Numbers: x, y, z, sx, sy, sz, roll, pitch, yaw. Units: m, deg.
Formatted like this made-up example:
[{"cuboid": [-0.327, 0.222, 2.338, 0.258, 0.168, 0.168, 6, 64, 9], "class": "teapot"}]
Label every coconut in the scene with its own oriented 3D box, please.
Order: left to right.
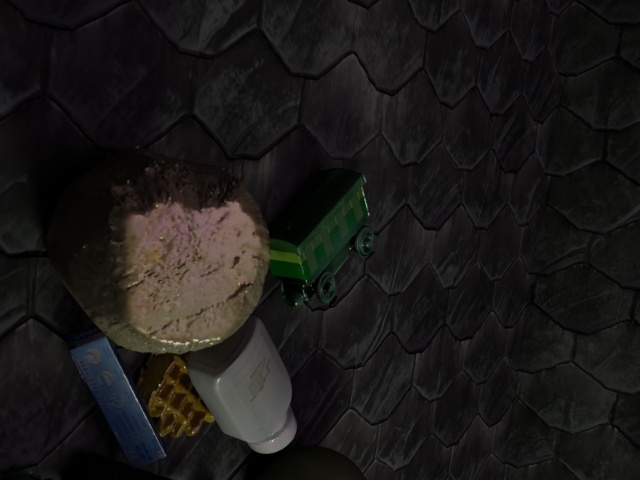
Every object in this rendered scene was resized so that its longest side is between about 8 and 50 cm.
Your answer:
[{"cuboid": [-0.243, 0.001, 1.422, 0.297, 0.309, 0.298, -7, 105, -25], "class": "coconut"}]

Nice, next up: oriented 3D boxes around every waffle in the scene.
[{"cuboid": [-0.224, 0.209, 1.732, 0.309, 0.065, 0.283, -26, 122, -56], "class": "waffle"}]

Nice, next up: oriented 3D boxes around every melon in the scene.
[{"cuboid": [-0.016, 0.552, 1.987, 0.308, 0.271, 0.272, -37, 130, -61], "class": "melon"}]

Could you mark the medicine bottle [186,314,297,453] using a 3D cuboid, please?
[{"cuboid": [-0.132, 0.266, 1.743, 0.161, 0.111, 0.296, -57, 144, -29], "class": "medicine bottle"}]

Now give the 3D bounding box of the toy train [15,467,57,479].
[{"cuboid": [-0.421, 0.422, 1.409, 0.099, 0.172, 0.070, -40, 150, 15], "class": "toy train"}]

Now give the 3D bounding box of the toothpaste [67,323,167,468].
[{"cuboid": [-0.327, 0.253, 1.551, 0.066, 0.053, 0.272, -22, 122, -6], "class": "toothpaste"}]

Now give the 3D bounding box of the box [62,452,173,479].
[{"cuboid": [-0.243, 0.521, 1.548, 0.091, 0.359, 0.350, -41, 138, 12], "class": "box"}]

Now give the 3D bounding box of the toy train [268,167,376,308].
[{"cuboid": [0.000, 0.000, 1.972, 0.301, 0.120, 0.202, -49, 134, -39], "class": "toy train"}]
